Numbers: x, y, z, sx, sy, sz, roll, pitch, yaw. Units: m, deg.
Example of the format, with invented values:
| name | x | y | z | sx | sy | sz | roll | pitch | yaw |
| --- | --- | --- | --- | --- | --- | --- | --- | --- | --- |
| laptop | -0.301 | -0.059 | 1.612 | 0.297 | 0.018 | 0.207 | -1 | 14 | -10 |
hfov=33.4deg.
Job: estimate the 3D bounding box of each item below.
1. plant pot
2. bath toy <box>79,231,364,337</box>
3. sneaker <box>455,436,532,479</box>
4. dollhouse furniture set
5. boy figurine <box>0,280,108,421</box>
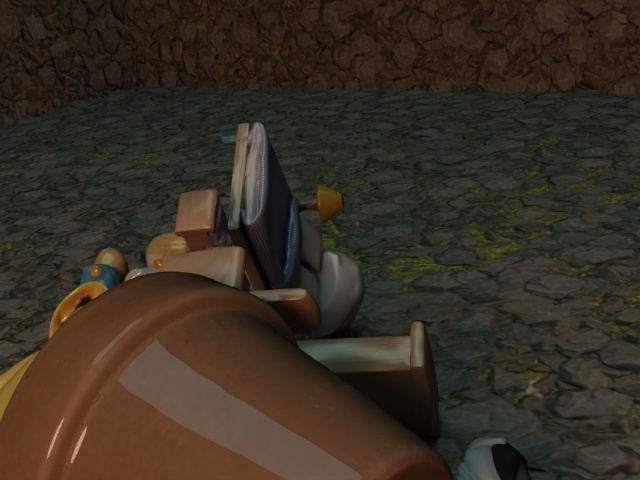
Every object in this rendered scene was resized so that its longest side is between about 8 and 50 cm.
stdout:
| name | x | y | z | sx | sy | sz | roll | pitch | yaw |
| --- | --- | --- | --- | --- | --- | --- | --- | --- | --- |
| plant pot | -0.045 | 0.173 | 0.692 | 0.229 | 0.263 | 0.263 | 16 | 29 | 38 |
| bath toy | -0.107 | 0.061 | 1.263 | 0.348 | 0.151 | 0.129 | -1 | -24 | 21 |
| sneaker | 0.167 | 0.224 | 0.699 | 0.153 | 0.101 | 0.268 | -4 | 24 | 9 |
| dollhouse furniture set | 0.000 | 0.000 | 1.007 | 0.198 | 0.286 | 0.303 | -4 | 54 | 10 |
| boy figurine | -0.247 | 0.153 | 0.957 | 0.177 | 0.092 | 0.285 | 5 | 43 | 32 |
